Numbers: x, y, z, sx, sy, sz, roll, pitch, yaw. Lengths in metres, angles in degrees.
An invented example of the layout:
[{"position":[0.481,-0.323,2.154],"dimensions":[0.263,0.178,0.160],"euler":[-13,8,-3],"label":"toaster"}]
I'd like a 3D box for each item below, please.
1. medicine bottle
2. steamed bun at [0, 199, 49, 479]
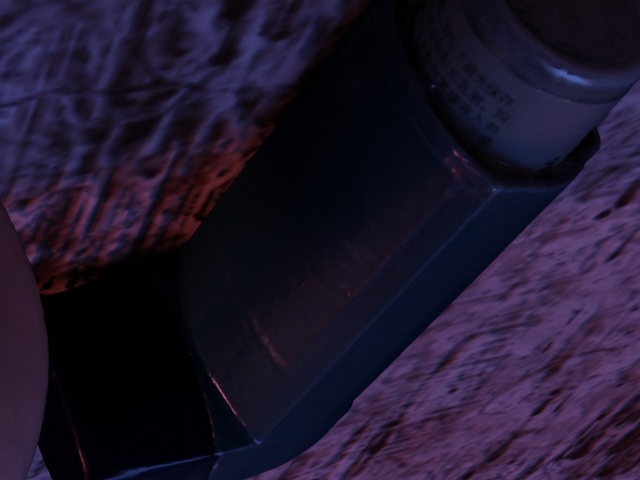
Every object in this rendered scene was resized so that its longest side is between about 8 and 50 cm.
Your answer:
[{"position":[0.000,0.000,0.632],"dimensions":[0.124,0.079,0.258],"euler":[-4,150,-37],"label":"medicine bottle"},{"position":[-0.186,0.044,0.448],"dimensions":[0.146,0.164,0.242],"euler":[-37,154,33],"label":"steamed bun"}]
